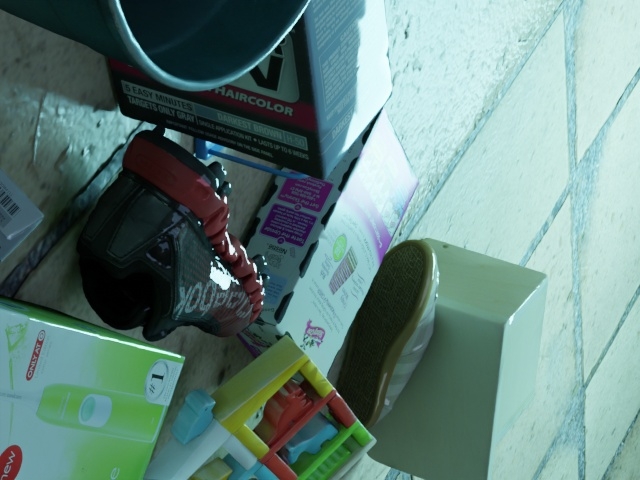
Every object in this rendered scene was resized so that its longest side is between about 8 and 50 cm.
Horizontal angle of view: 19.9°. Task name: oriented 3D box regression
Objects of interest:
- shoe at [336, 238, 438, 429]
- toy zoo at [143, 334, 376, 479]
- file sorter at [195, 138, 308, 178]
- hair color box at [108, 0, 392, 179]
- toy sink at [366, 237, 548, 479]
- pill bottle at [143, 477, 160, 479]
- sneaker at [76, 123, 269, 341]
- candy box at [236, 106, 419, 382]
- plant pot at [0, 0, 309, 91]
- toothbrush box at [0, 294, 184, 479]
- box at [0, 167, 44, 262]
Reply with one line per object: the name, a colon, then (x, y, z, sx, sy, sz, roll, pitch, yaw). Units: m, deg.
shoe: (0.074, 0.098, 1.910, 0.058, 0.077, 0.219, -1, 117, -53)
toy zoo: (-0.061, 0.196, 1.664, 0.192, 0.030, 0.293, -44, 151, -6)
file sorter: (-0.028, -0.151, 1.487, 0.118, 0.104, 0.170, -40, 142, -49)
hair color box: (-0.066, -0.234, 1.248, 0.113, 0.185, 0.374, -52, 149, -36)
toy sink: (0.150, 0.138, 2.011, 0.131, 0.153, 0.234, -41, 141, -50)
pill bottle: (-0.154, 0.315, 1.524, 0.121, 0.121, 0.216, -8, 113, -64)
sneaker: (-0.120, 0.024, 1.428, 0.135, 0.098, 0.276, -52, 158, -14)
candy box: (0.000, 0.000, 1.691, 0.233, 0.071, 0.159, -64, 155, -18)
plant pot: (-0.143, -0.246, 0.990, 0.271, 0.255, 0.271, -46, 146, -44)
toothbrush box: (-0.233, 0.141, 1.235, 0.283, 0.122, 0.206, 26, 83, -64)
box: (-0.268, -0.006, 1.051, 0.145, 0.038, 0.186, 48, 49, -11)
